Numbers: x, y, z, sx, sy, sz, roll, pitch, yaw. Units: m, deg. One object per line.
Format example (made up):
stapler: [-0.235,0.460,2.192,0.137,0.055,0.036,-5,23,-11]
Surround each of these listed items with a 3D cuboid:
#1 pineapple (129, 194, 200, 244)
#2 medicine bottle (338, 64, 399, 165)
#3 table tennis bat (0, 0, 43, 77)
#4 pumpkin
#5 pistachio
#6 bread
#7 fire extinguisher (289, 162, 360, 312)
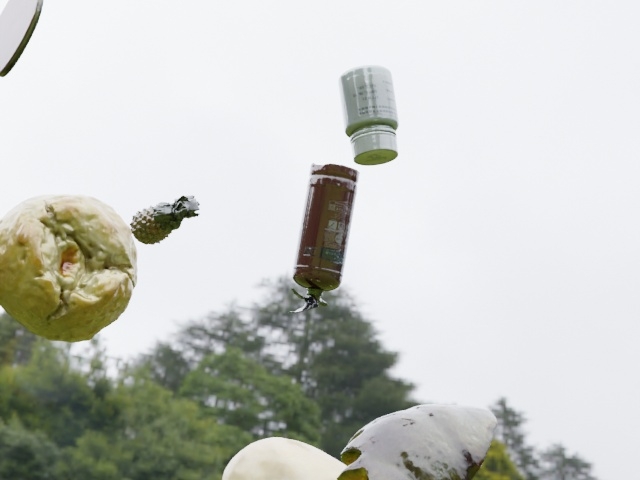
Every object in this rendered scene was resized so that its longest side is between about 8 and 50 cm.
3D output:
pineapple: [-0.273,-0.041,1.851,0.074,0.074,0.159,29,-35,-32]
medicine bottle: [0.071,-0.179,1.487,0.080,0.130,0.080,-7,-15,-2]
table tennis bat: [-0.480,-0.288,1.565,0.022,0.138,0.246,21,-62,-38]
pumpkin: [0.115,0.239,1.233,0.130,0.254,0.149,36,-73,-5]
pistachio: [-0.034,0.423,1.663,0.299,0.187,0.187,10,-22,41]
bread: [-0.379,0.032,1.575,0.244,0.244,0.134,26,-27,-29]
fire extinguisher: [0.000,0.000,2.276,0.114,0.337,0.135,2,-11,41]
